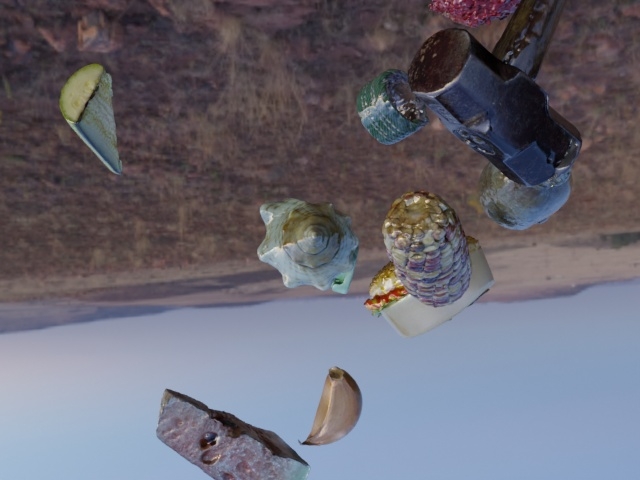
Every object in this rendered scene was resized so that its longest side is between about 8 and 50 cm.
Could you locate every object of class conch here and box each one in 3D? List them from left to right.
[{"bbox_3d":[-0.043,0.006,1.270,0.169,0.203,0.386,-33,-178,-20],"label":"conch"}]

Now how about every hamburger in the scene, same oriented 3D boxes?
[{"bbox_3d":[0.245,0.091,1.454,0.276,0.179,0.294,-35,172,36],"label":"hamburger"}]

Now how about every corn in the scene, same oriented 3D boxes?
[{"bbox_3d":[0.127,0.014,0.766,0.098,0.098,0.290,-5,163,16],"label":"corn"}]

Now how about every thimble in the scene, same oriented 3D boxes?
[{"bbox_3d":[0.144,-0.267,1.294,0.118,0.135,0.090,-26,-178,-36],"label":"thimble"}]

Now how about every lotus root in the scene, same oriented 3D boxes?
[{"bbox_3d":[0.380,-0.111,1.208,0.174,0.175,0.349,-5,172,12],"label":"lotus root"}]

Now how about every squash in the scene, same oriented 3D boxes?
[{"bbox_3d":[-0.545,-0.293,1.598,0.093,0.170,0.252,13,160,13],"label":"squash"}]

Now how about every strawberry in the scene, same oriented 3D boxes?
[{"bbox_3d":[0.264,-0.379,0.980,0.192,0.085,0.140,-21,-177,11],"label":"strawberry"}]

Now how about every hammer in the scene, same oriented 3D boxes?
[{"bbox_3d":[0.271,-0.293,0.775,0.242,0.409,0.095,25,179,-35],"label":"hammer"}]

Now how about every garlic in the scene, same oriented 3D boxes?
[{"bbox_3d":[0.041,0.429,1.614,0.115,0.207,0.128,22,171,11],"label":"garlic"}]

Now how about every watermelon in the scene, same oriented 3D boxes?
[{"bbox_3d":[-0.137,0.278,0.910,0.241,0.094,0.154,37,180,-30],"label":"watermelon"}]

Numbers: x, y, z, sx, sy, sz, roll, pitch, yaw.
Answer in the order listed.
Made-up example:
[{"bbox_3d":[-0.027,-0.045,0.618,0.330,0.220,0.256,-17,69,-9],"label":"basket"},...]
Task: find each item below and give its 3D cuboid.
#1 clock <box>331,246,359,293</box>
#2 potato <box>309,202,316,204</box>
[{"bbox_3d":[0.058,0.048,1.445,0.041,0.135,0.101,14,-176,2],"label":"clock"},{"bbox_3d":[0.000,0.000,1.540,0.081,0.201,0.164,-28,152,30],"label":"potato"}]
